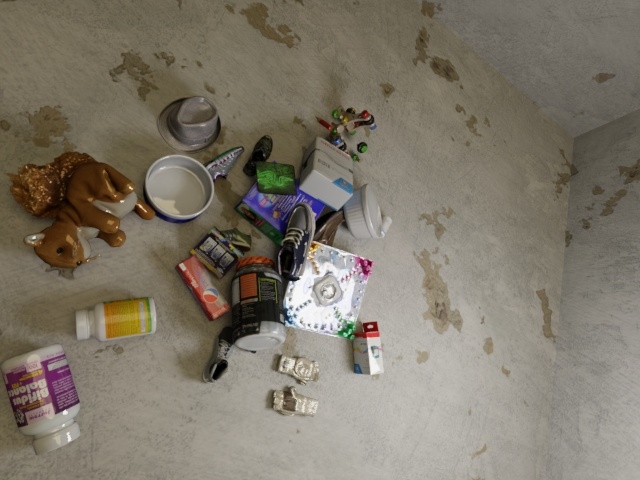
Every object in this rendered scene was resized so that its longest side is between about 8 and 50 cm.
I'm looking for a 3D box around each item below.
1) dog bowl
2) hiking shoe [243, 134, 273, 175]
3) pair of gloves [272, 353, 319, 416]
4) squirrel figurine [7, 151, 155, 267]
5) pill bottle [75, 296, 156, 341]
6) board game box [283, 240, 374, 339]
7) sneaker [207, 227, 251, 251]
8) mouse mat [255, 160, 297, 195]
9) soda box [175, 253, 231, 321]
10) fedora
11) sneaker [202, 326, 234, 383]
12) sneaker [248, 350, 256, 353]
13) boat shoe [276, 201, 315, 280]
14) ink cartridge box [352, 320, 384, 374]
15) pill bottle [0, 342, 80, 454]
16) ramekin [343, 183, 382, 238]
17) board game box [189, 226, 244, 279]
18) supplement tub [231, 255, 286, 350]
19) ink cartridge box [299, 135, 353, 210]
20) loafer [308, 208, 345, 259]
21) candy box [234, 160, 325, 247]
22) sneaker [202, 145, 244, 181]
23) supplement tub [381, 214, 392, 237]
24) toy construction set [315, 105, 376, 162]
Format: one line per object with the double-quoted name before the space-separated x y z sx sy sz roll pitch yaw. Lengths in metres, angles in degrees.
"dog bowl" -0.576 -0.207 1.677 0.264 0.104 0.265 8 73 -27
"hiking shoe" -0.267 -0.400 1.893 0.086 0.114 0.227 31 64 -19
"pair of gloves" -0.101 0.620 1.761 0.204 0.042 0.240 15 69 -22
"squirrel figurine" -0.861 -0.104 1.439 0.396 0.281 0.371 37 72 0
"pill bottle" -0.716 0.279 1.453 0.245 0.136 0.137 -4 79 -30
"board game box" 0.038 0.229 1.866 0.389 0.050 0.391 18 85 -26
"sneaker" -0.384 -0.018 1.765 0.192 0.064 0.086 19 53 -19
"mouse mat" -0.193 -0.274 1.826 0.189 0.007 0.153 0 74 -29
"soda box" -0.467 0.190 1.640 0.083 0.092 0.263 -34 94 -30
"fedora" -0.543 -0.518 1.765 0.275 0.124 0.244 -36 95 -31
"sneaker" -0.373 0.445 1.602 0.086 0.132 0.229 26 66 -21
"sneaker" -0.244 0.393 1.737 0.188 0.067 0.078 -49 123 -31
"boat shoe" -0.103 -0.001 1.703 0.127 0.158 0.341 4 84 10
"ink cartridge box" 0.214 0.496 1.913 0.077 0.134 0.231 2 76 -28
"pill bottle" -0.864 0.494 1.296 0.169 0.169 0.302 -18 86 -31
"ramekin" 0.205 -0.131 2.017 0.273 0.127 0.273 -12 90 -70
"board game box" -0.421 0.051 1.689 0.141 0.048 0.170 -44 102 6
"supplement tub" -0.251 0.247 1.651 0.206 0.207 0.338 9 55 -27
"ink cartridge box" 0.032 -0.322 1.963 0.223 0.129 0.308 28 39 -20
"loafer" 0.000 0.000 1.940 0.366 0.133 0.130 -48 109 -19
"candy box" -0.178 -0.152 1.873 0.317 0.122 0.268 40 60 -13
"sneaker" -0.419 -0.333 1.828 0.223 0.083 0.098 -38 117 -27
"supplement tub" 0.322 -0.071 2.159 0.071 0.071 0.107 41 60 -14
"toy construction set" 0.100 -0.588 2.112 0.308 0.258 0.237 10 27 -43
